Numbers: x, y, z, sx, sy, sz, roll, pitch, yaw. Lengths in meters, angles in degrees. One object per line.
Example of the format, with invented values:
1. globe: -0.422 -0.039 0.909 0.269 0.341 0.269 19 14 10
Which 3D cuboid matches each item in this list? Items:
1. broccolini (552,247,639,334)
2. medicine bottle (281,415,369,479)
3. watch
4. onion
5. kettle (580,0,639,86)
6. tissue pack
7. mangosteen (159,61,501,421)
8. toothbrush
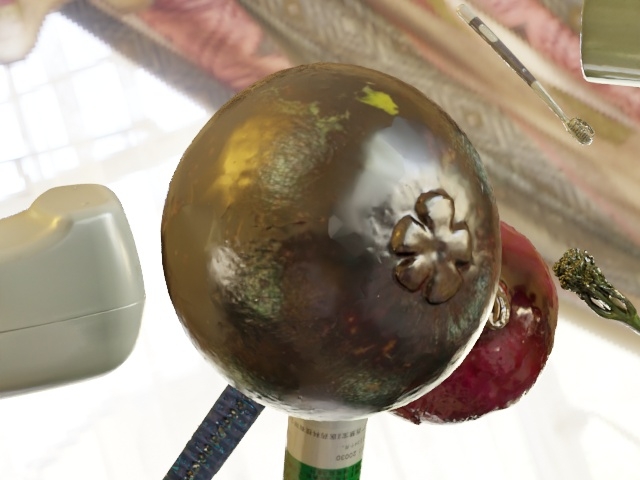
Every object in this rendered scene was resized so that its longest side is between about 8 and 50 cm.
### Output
1. broccolini: 0.413 0.092 2.164 0.068 0.202 0.091 -51 18 -22
2. medicine bottle: 0.002 0.275 1.735 0.095 0.095 0.260 -11 -57 -25
3. watch: -0.177 0.276 1.574 0.276 0.068 0.274 -40 -18 -40
4. onion: 0.200 0.108 2.196 0.348 0.347 0.385 -14 -5 -12
5. kettle: 0.530 -0.301 1.765 0.377 0.250 0.361 11 28 20
6. tissue pack: -0.374 0.076 1.757 0.333 0.236 0.229 -10 14 -13
7. mangosteen: 0.000 0.000 1.168 0.288 0.288 0.288 -16 -15 -4
8. toothbrush: 0.301 -0.248 2.215 0.024 0.288 0.026 -35 -15 -26
